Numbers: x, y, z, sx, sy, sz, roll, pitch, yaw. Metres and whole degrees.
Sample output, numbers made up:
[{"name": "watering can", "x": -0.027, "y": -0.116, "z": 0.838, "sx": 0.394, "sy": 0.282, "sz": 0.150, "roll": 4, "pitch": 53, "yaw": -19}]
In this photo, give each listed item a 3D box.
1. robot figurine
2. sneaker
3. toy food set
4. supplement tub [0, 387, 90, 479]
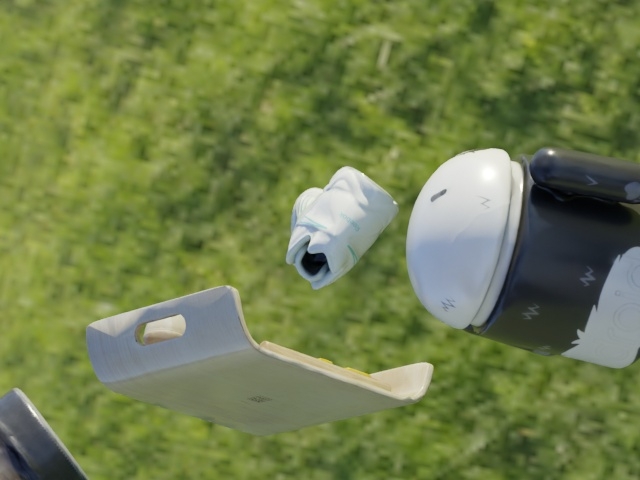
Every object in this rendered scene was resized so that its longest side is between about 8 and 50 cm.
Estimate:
[{"name": "robot figurine", "x": 0.215, "y": 0.014, "z": 1.739, "sx": 0.173, "sy": 0.278, "sz": 0.209, "roll": -116, "pitch": 40, "yaw": -78}, {"name": "sneaker", "x": 0.000, "y": 0.000, "z": 1.180, "sx": 0.061, "sy": 0.054, "sz": 0.152, "roll": -53, "pitch": 1, "yaw": -15}, {"name": "toy food set", "x": -0.060, "y": 0.121, "z": 2.004, "sx": 0.220, "sy": 0.306, "sz": 0.092, "roll": -17, "pitch": 63, "yaw": 40}, {"name": "supplement tub", "x": -0.209, "y": 0.158, "z": 0.954, "sx": 0.198, "sy": 0.106, "sz": 0.106, "roll": -37, "pitch": 22, "yaw": -11}]
